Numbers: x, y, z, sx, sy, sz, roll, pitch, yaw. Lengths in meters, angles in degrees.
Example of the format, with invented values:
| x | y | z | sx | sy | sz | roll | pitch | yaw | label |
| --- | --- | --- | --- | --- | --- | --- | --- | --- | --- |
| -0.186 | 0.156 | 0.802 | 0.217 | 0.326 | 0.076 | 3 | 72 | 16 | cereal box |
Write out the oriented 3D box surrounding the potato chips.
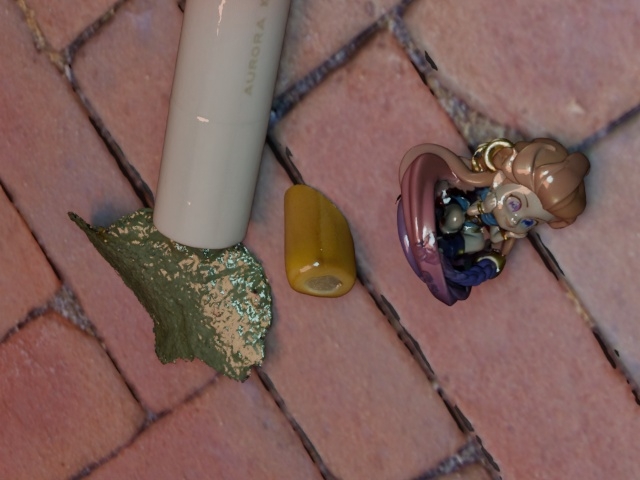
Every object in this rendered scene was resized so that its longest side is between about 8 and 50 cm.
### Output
| x | y | z | sx | sy | sz | roll | pitch | yaw | label |
| --- | --- | --- | --- | --- | --- | --- | --- | --- | --- |
| -0.148 | 0.039 | 1.481 | 0.228 | 0.059 | 0.167 | 8 | 121 | 35 | potato chips |

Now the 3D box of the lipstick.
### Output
| x | y | z | sx | sy | sz | roll | pitch | yaw | label |
| --- | --- | --- | --- | --- | --- | --- | --- | --- | --- |
| -0.077 | -0.153 | 1.331 | 0.087 | 0.087 | 0.326 | 27 | 121 | 27 | lipstick |

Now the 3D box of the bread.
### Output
| x | y | z | sx | sy | sz | roll | pitch | yaw | label |
| --- | --- | --- | --- | --- | --- | --- | --- | --- | --- |
| 0.001 | -0.001 | 1.363 | 0.062 | 0.103 | 0.049 | 10 | 136 | -13 | bread |

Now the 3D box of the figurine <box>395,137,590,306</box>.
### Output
| x | y | z | sx | sy | sz | roll | pitch | yaw | label |
| --- | --- | --- | --- | --- | --- | --- | --- | --- | --- |
| 0.129 | -0.033 | 1.221 | 0.157 | 0.114 | 0.126 | -37 | 117 | 12 | figurine |
